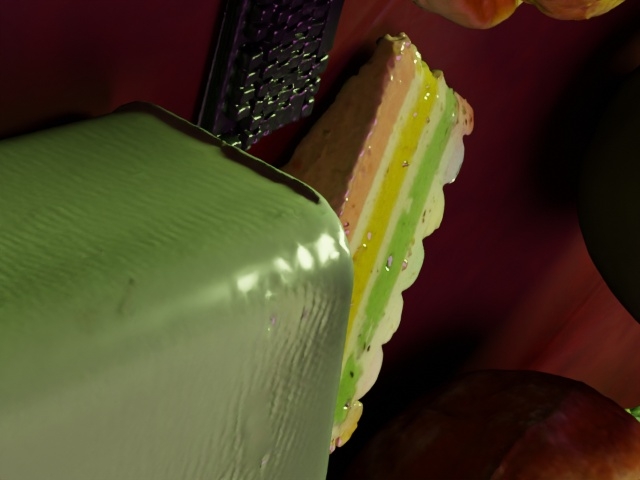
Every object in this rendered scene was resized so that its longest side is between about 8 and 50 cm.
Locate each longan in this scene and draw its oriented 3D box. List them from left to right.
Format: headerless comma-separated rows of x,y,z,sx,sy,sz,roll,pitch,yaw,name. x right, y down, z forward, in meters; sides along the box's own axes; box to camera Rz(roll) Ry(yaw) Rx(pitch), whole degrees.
0.285,-0.017,1.006,0.248,0.248,0.248,-34,149,-25,longan

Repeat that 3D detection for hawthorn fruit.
0.139,0.183,1.101,0.272,0.241,0.242,-51,161,-46,hawthorn fruit

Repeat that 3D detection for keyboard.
-0.004,-0.136,0.698,0.072,0.023,0.231,-26,144,-41,keyboard

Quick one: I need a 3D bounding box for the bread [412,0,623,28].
0.111,-0.195,0.673,0.236,0.120,0.198,-56,163,8,bread

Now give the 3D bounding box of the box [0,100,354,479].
-0.169,0.149,0.614,0.343,0.177,0.352,-24,131,-43,box

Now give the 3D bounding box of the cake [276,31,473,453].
0.014,0.012,0.838,0.225,0.090,0.109,-53,148,7,cake

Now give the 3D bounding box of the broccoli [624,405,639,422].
0.203,0.300,1.376,0.397,0.275,0.353,-22,128,-7,broccoli
